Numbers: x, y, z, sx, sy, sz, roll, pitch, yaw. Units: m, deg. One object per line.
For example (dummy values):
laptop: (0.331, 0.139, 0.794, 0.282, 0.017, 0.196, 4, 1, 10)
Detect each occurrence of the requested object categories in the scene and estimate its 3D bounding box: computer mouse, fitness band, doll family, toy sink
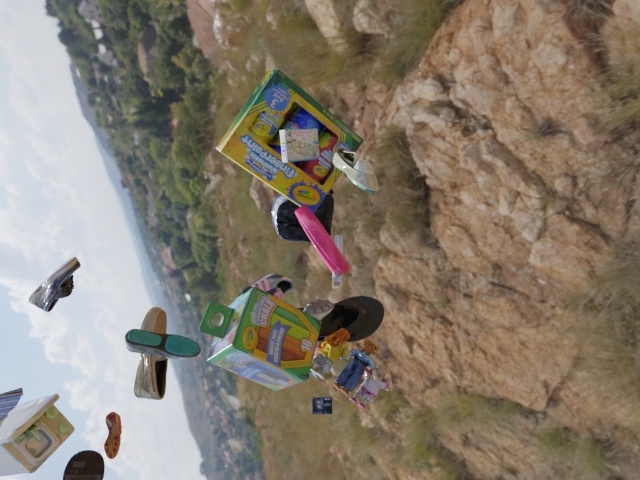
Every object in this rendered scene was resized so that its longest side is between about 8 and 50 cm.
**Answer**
computer mouse: (-0.641, 0.663, 1.134, 0.060, 0.184, 0.261, 125, 143, -47)
fitness band: (0.000, 0.000, 1.428, 0.208, 0.054, 0.291, 57, 177, -30)
doll family: (0.080, 0.345, 1.317, 0.263, 0.163, 0.118, 27, 155, 27)
toy sink: (-0.786, 0.529, 1.246, 0.234, 0.152, 0.131, -23, 108, 29)

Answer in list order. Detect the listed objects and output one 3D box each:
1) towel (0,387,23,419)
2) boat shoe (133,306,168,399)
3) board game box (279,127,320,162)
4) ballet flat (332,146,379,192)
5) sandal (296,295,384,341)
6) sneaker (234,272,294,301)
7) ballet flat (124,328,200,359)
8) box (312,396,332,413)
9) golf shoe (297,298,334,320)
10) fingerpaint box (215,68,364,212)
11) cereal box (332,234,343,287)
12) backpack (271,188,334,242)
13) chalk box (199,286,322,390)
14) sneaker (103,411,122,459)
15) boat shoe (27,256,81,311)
towel: (-1.162, 0.608, 1.517, 0.336, 0.243, 0.040, -50, 61, 23)
boat shoe: (-0.611, 0.422, 1.737, 0.122, 0.110, 0.340, 23, -111, -72)
board game box: (-0.066, -0.316, 1.525, 0.026, 0.154, 0.103, 7, 106, 42)
ballet flat: (0.115, -0.237, 1.490, 0.248, 0.086, 0.086, 46, 147, 47)
sandal: (0.045, 0.302, 1.703, 0.107, 0.447, 0.167, 130, 130, -65)
sneaker: (-0.234, 0.232, 1.932, 0.131, 0.319, 0.112, 9, 120, 29)
ballet flat: (-0.453, 0.304, 1.325, 0.072, 0.214, 0.068, -86, 15, -49)
box: (0.008, 0.683, 1.909, 0.018, 0.084, 0.067, 63, -154, -79)
golf shoe: (-0.030, 0.245, 1.455, 0.069, 0.176, 0.085, 31, 130, 40)
fingerpaint box: (-0.116, -0.378, 1.815, 0.445, 0.371, 0.163, 34, -178, -25)
cereal box: (0.080, 0.102, 2.136, 0.173, 0.048, 0.239, 81, -169, -82)
backpack: (-0.087, -0.121, 2.096, 0.213, 0.264, 0.276, -137, 47, -59)
chalk box: (-0.174, 0.254, 1.231, 0.179, 0.289, 0.180, -37, 30, 46)
sneaker: (-0.770, 0.732, 1.733, 0.067, 0.064, 0.175, 73, -179, -49)
boat shoe: (-0.903, 0.157, 1.597, 0.092, 0.285, 0.102, 46, -155, -18)
